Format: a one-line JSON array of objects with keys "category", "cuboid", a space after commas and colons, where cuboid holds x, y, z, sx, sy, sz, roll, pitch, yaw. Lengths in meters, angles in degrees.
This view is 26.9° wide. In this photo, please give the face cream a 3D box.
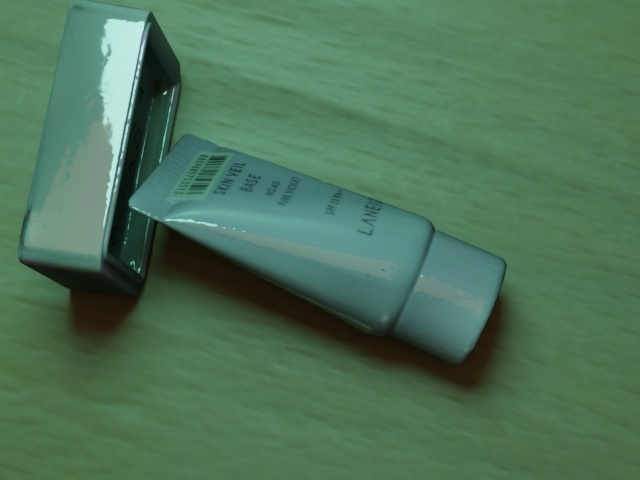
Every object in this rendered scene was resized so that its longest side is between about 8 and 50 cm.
[{"category": "face cream", "cuboid": [0.000, 0.000, 1.013, 0.273, 0.154, 0.096, 24, 120, 0]}]

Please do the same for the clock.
[{"category": "clock", "cuboid": [-0.160, -0.064, 1.005, 0.063, 0.150, 0.197, 9, 80, 5]}]
